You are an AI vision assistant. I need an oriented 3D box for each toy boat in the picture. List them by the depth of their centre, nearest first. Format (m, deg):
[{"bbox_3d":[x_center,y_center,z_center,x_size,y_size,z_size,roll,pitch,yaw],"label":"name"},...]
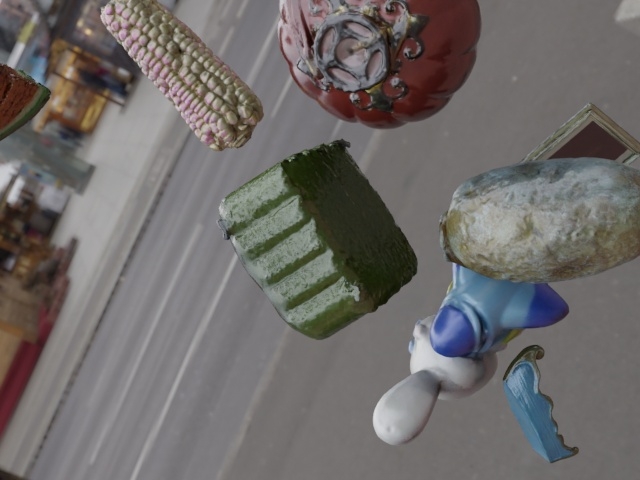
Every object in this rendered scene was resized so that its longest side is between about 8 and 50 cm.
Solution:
[{"bbox_3d":[0.337,0.247,1.640,0.077,0.185,0.075,-31,16,-9],"label":"toy boat"}]

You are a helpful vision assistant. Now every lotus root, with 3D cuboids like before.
[{"bbox_3d":[0.320,-0.032,1.453,0.349,0.175,0.175,-8,48,25],"label":"lotus root"}]

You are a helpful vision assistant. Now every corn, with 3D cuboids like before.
[{"bbox_3d":[-0.232,-0.295,1.820,0.126,0.335,0.126,-41,2,2],"label":"corn"}]

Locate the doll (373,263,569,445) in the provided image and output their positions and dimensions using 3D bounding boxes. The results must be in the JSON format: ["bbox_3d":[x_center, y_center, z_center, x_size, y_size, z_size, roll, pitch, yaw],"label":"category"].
[{"bbox_3d":[0.235,0.117,1.667,0.366,0.187,0.376,-56,9,24],"label":"doll"}]

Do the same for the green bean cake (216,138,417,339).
[{"bbox_3d":[0.000,0.000,1.561,0.156,0.250,0.247,-32,0,29],"label":"green bean cake"}]

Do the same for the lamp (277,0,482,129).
[{"bbox_3d":[0.084,-0.310,1.570,0.303,0.303,0.257,-54,-1,35],"label":"lamp"}]

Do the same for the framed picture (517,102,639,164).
[{"bbox_3d":[0.426,-0.107,1.939,0.293,0.231,0.018,-42,51,22],"label":"framed picture"}]

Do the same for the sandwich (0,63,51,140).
[{"bbox_3d":[-0.575,-0.221,1.772,0.235,0.079,0.159,-43,-25,-11],"label":"sandwich"}]
